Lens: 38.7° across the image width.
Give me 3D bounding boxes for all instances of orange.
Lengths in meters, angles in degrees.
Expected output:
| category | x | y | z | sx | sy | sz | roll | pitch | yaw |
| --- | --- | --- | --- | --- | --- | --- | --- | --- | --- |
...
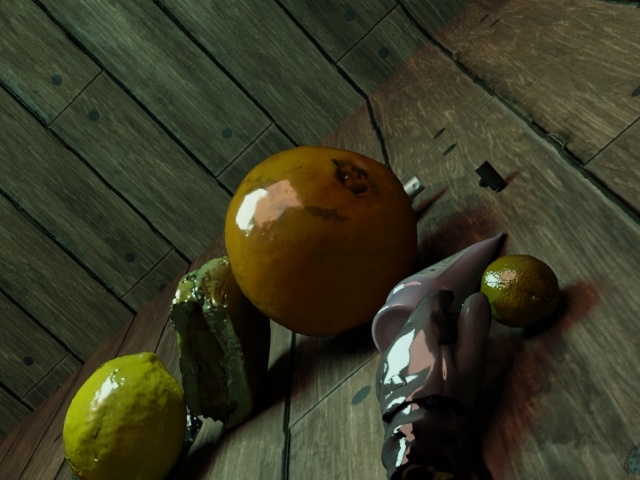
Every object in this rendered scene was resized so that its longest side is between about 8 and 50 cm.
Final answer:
| category | x | y | z | sx | sy | sz | roll | pitch | yaw |
| --- | --- | --- | --- | --- | --- | --- | --- | --- | --- |
| orange | 0.000 | 0.000 | 1.430 | 0.312 | 0.312 | 0.312 | -42 | 13 | 12 |
| orange | 0.227 | 0.057 | 1.037 | 0.085 | 0.085 | 0.095 | -48 | 21 | -14 |

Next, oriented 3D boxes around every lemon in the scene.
| category | x | y | z | sx | sy | sz | roll | pitch | yaw |
| --- | --- | --- | --- | --- | --- | --- | --- | --- | --- |
| lemon | -0.326 | 0.314 | 1.533 | 0.204 | 0.204 | 0.260 | -7 | 62 | 69 |

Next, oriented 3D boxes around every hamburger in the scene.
| category | x | y | z | sx | sy | sz | roll | pitch | yaw |
| --- | --- | --- | --- | --- | --- | --- | --- | --- | --- |
| hamburger | -0.159 | 0.158 | 1.548 | 0.132 | 0.309 | 0.211 | 1 | 34 | 12 |

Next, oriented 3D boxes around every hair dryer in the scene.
| category | x | y | z | sx | sy | sz | roll | pitch | yaw |
| --- | --- | --- | --- | --- | --- | --- | --- | --- | --- |
| hair dryer | 0.271 | -0.099 | 1.488 | 0.026 | 0.047 | 0.083 | -38 | -7 | -7 |

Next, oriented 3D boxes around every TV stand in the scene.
| category | x | y | z | sx | sy | sz | roll | pitch | yaw |
| --- | --- | --- | --- | --- | --- | --- | --- | --- | --- |
| TV stand | -0.275 | 0.403 | 1.616 | 0.042 | 0.036 | 0.249 | -36 | 16 | 31 |

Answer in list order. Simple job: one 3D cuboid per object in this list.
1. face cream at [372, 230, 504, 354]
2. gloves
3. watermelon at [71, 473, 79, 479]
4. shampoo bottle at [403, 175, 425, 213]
| category | x | y | z | sx | sy | sz | roll | pitch | yaw |
| --- | --- | --- | --- | --- | --- | --- | --- | --- | --- |
| face cream | 0.157 | 0.071 | 1.232 | 0.154 | 0.096 | 0.274 | -39 | 1 | 33 |
| gloves | 0.126 | 0.148 | 0.988 | 0.142 | 0.119 | 0.285 | -35 | 16 | 31 |
| watermelon | -0.420 | 0.456 | 1.743 | 0.105 | 0.105 | 0.133 | -41 | 15 | 15 |
| shampoo bottle | 0.073 | -0.009 | 1.695 | 0.303 | 0.092 | 0.092 | -41 | 14 | 13 |
